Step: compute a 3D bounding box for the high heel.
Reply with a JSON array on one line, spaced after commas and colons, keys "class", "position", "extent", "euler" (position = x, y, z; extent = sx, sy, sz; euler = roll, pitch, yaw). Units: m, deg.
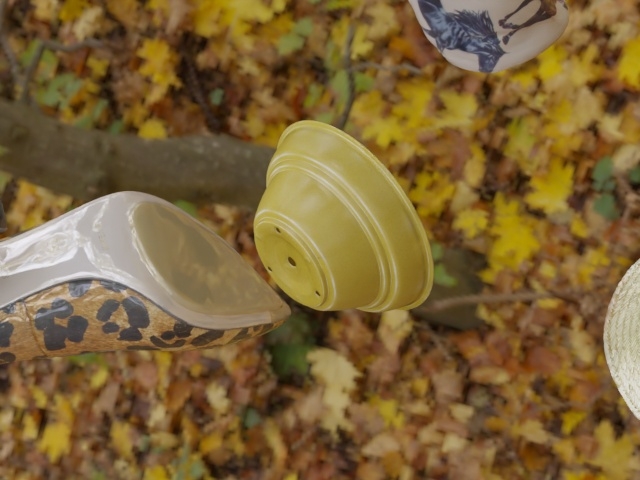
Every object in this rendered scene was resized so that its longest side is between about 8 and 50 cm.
[{"class": "high heel", "position": [-0.164, 0.050, 0.792], "extent": [0.186, 0.261, 0.093], "euler": [-41, 46, 36]}]

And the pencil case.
[{"class": "pencil case", "position": [0.142, -0.376, 1.384], "extent": [0.160, 0.410, 0.183], "euler": [6, 50, 43]}]

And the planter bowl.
[{"class": "planter bowl", "position": [0.000, 0.000, 1.198], "extent": [0.090, 0.217, 0.217], "euler": [-36, 9, -27]}]

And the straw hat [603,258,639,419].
[{"class": "straw hat", "position": [0.229, 0.053, 0.709], "extent": [0.144, 0.061, 0.145], "euler": [-6, 72, 19]}]
